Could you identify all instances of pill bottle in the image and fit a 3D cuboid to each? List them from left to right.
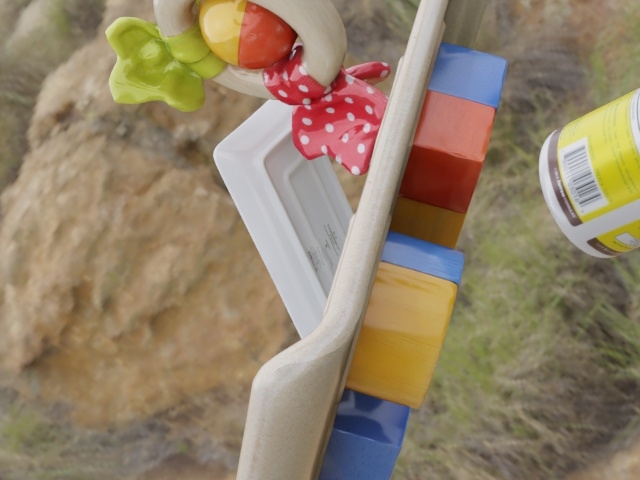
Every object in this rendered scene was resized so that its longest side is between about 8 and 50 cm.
[{"bbox_3d":[0.286,-0.073,0.953,0.215,0.117,0.117,-26,33,40],"label":"pill bottle"}]

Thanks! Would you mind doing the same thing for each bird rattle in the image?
[{"bbox_3d":[-0.054,-0.156,1.017,0.143,0.253,0.207,-60,-10,-22],"label":"bird rattle"}]

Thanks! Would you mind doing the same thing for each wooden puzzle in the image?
[{"bbox_3d":[0.041,0.038,0.770,0.322,0.080,0.348,103,-171,-51],"label":"wooden puzzle"}]

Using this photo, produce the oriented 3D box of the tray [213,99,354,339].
[{"bbox_3d":[0.000,0.000,1.147,0.030,0.270,0.145,-9,25,36],"label":"tray"}]
